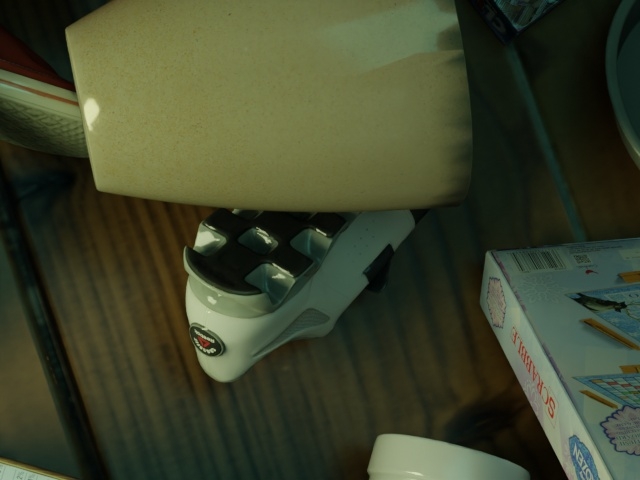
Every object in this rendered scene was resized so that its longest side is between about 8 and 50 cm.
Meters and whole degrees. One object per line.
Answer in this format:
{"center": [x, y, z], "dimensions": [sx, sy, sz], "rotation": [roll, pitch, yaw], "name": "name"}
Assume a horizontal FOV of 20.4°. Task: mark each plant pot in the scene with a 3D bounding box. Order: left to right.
{"center": [-0.050, -0.127, 1.371], "dimensions": [0.274, 0.256, 0.257], "rotation": [-11, 82, -7], "name": "plant pot"}

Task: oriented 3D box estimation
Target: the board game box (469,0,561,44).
{"center": [0.213, -0.314, 1.635], "dimensions": [0.243, 0.042, 0.165], "rotation": [-37, 89, -16], "name": "board game box"}

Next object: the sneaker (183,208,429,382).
{"center": [0.000, 0.000, 1.505], "dimensions": [0.122, 0.146, 0.330], "rotation": [34, 48, 25], "name": "sneaker"}

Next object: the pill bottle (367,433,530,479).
{"center": [0.075, 0.306, 1.431], "dimensions": [0.162, 0.162, 0.278], "rotation": [17, 77, -9], "name": "pill bottle"}

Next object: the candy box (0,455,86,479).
{"center": [-0.183, 0.233, 1.375], "dimensions": [0.316, 0.183, 0.088], "rotation": [17, 76, -9], "name": "candy box"}

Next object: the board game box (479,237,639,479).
{"center": [0.330, 0.109, 1.469], "dimensions": [0.318, 0.318, 0.066], "rotation": [-4, 126, -12], "name": "board game box"}

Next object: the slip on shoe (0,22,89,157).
{"center": [-0.295, -0.160, 1.461], "dimensions": [0.331, 0.123, 0.101], "rotation": [23, 72, -3], "name": "slip on shoe"}

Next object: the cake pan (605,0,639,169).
{"center": [0.390, -0.130, 1.607], "dimensions": [0.293, 0.054, 0.293], "rotation": [4, 67, -9], "name": "cake pan"}
